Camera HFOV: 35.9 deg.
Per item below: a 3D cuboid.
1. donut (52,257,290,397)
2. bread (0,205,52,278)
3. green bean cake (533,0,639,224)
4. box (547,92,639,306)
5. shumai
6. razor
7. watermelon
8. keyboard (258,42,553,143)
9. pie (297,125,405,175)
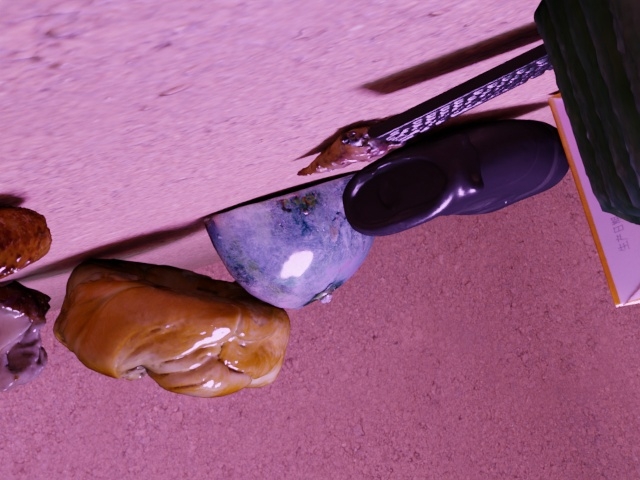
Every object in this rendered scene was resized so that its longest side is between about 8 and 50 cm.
[{"bbox_3d":[-0.221,0.132,1.495,0.361,0.169,0.360,14,-177,-1],"label":"donut"},{"bbox_3d":[-0.296,0.019,0.738,0.193,0.063,0.193,-20,-176,2],"label":"bread"},{"bbox_3d":[0.267,-0.113,0.442,0.300,0.169,0.308,-18,177,8],"label":"green bean cake"},{"bbox_3d":[0.474,-0.093,1.264,0.260,0.283,0.214,-18,180,24],"label":"box"},{"bbox_3d":[-0.476,0.126,1.416,0.201,0.120,0.201,15,-155,-7],"label":"shumai"},{"bbox_3d":[0.183,-0.089,1.293,0.204,0.113,0.349,-20,175,36],"label":"razor"},{"bbox_3d":[0.001,0.006,1.487,0.188,0.175,0.322,-18,180,35],"label":"watermelon"},{"bbox_3d":[0.119,-0.121,0.766,0.381,0.041,0.103,-18,178,18],"label":"keyboard"},{"bbox_3d":[0.038,-0.092,1.010,0.092,0.034,0.170,-13,177,-15],"label":"pie"}]
